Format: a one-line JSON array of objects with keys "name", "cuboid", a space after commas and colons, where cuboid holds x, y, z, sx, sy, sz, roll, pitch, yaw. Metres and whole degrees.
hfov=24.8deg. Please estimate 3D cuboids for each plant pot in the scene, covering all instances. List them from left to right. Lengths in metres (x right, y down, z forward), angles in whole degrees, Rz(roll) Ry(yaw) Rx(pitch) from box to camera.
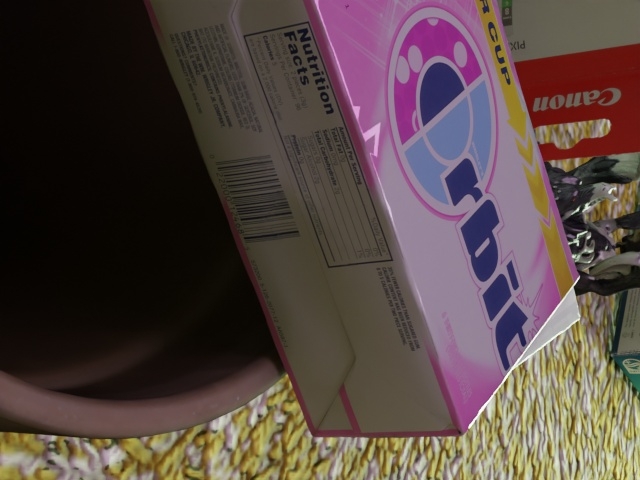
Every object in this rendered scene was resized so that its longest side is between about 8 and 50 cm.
[{"name": "plant pot", "cuboid": [-0.166, -0.092, 0.526, 0.323, 0.280, 0.323, 9, 79, -53]}]

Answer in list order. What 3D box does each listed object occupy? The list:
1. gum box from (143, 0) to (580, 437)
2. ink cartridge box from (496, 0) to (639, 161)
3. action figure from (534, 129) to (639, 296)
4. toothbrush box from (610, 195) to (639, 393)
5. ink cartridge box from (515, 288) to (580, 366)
[{"name": "gum box", "cuboid": [0.016, -0.042, 0.480, 0.107, 0.062, 0.188, -43, 120, -49]}, {"name": "ink cartridge box", "cuboid": [0.201, -0.169, 1.139, 0.056, 0.181, 0.224, 45, 53, -41]}, {"name": "action figure", "cuboid": [0.253, -0.015, 1.219, 0.276, 0.141, 0.164, 22, 50, -45]}, {"name": "toothbrush box", "cuboid": [0.417, 0.094, 1.452, 0.295, 0.126, 0.216, 46, 50, -41]}, {"name": "ink cartridge box", "cuboid": [0.119, 0.010, 1.090, 0.145, 0.045, 0.179, -32, 116, -33]}]
